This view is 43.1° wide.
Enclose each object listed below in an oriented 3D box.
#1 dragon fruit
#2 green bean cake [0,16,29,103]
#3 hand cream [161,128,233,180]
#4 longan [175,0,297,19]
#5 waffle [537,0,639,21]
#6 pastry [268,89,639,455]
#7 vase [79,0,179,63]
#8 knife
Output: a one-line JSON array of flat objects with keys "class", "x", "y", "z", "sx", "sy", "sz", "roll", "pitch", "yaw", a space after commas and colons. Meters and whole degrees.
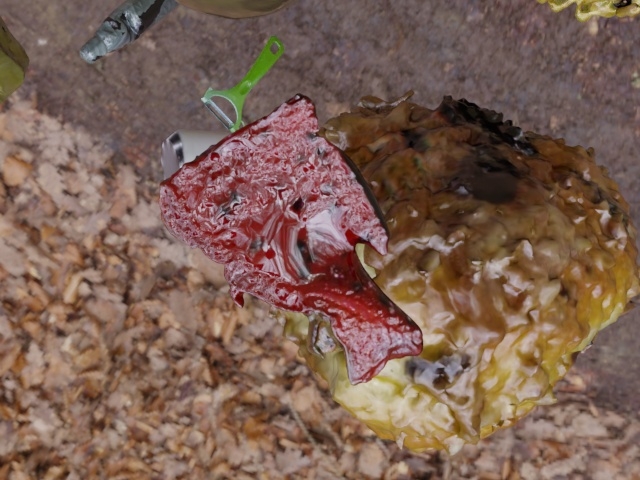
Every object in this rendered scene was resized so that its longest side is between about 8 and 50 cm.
[{"class": "dragon fruit", "x": 0.002, "y": 0.002, "z": 0.539, "sx": 0.122, "sy": 0.092, "sz": 0.192, "roll": -45, "pitch": 83, "yaw": 7}, {"class": "green bean cake", "x": -0.479, "y": -0.209, "z": 0.926, "sx": 0.124, "sy": 0.233, "sz": 0.236, "roll": 48, "pitch": 176, "yaw": 21}, {"class": "hand cream", "x": -0.085, "y": -0.129, "z": 1.383, "sx": 0.359, "sy": 0.118, "sz": 0.185, "roll": -2, "pitch": 163, "yaw": -25}, {"class": "longan", "x": -0.081, "y": -0.259, "z": 0.624, "sx": 0.185, "sy": 0.159, "sz": 0.204, "roll": 46, "pitch": 161, "yaw": -30}, {"class": "waffle", "x": 0.365, "y": -0.352, "z": 0.965, "sx": 0.262, "sy": 0.060, "sz": 0.280, "roll": -9, "pitch": 158, "yaw": 34}, {"class": "pastry", "x": 0.126, "y": 0.012, "z": 0.804, "sx": 0.338, "sy": 0.405, "sz": 0.292, "roll": -7, "pitch": 117, "yaw": -21}, {"class": "vase", "x": -0.316, "y": -0.358, "z": 1.336, "sx": 0.060, "sy": 0.211, "sz": 0.060, "roll": 27, "pitch": 148, "yaw": 19}, {"class": "knife", "x": -0.100, "y": -0.236, "z": 1.189, "sx": 0.023, "sy": 0.166, "sz": 0.078, "roll": 6, "pitch": 144, "yaw": 52}]
